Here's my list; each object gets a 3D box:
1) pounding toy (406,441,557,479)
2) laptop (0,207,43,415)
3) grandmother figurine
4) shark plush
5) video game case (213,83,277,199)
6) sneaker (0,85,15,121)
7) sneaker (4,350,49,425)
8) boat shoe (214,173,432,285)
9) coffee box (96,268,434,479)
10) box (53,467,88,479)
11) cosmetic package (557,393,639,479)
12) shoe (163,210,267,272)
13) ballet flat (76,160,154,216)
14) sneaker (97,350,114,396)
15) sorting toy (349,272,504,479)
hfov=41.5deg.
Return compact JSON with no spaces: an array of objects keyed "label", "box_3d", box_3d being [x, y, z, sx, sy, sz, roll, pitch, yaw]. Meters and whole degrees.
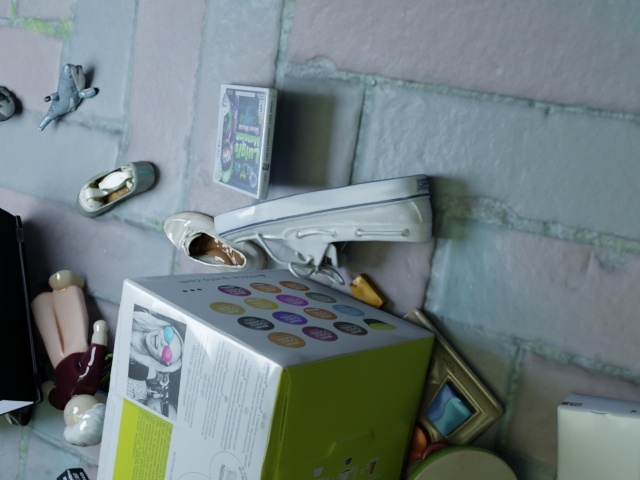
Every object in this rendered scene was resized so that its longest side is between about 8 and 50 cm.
[{"label":"pounding toy","box_3d":[0.216,0.379,1.254,0.236,0.110,0.183,18,97,-15]},{"label":"laptop","box_3d":[-0.684,0.140,1.615,0.407,0.236,0.382,-21,73,36]},{"label":"grandmother figurine","box_3d":[-0.464,0.233,1.574,0.208,0.104,0.342,-53,47,32]},{"label":"shark plush","box_3d":[-0.503,-0.278,1.617,0.161,0.067,0.073,-33,79,28]},{"label":"video game case","box_3d":[-0.127,-0.167,1.388,0.190,0.022,0.173,22,109,58]},{"label":"sneaker","box_3d":[-0.729,-0.268,1.749,0.267,0.101,0.106,13,124,27]},{"label":"sneaker","box_3d":[-0.602,0.307,1.743,0.077,0.072,0.178,15,109,17]},{"label":"boat shoe","box_3d":[0.005,-0.001,1.333,0.367,0.136,0.157,-9,94,21]},{"label":"coffee box","box_3d":[-0.083,0.255,1.251,0.334,0.337,0.338,22,106,39]},{"label":"box","box_3d":[-0.503,0.596,1.685,0.175,0.051,0.220,-42,67,9]},{"label":"cosmetic package","box_3d":[0.392,0.338,1.167,0.117,0.085,0.231,3,95,29]},{"label":"shoe","box_3d":[-0.195,0.003,1.478,0.219,0.058,0.077,21,106,26]},{"label":"ballet flat","box_3d":[-0.403,-0.098,1.580,0.213,0.068,0.072,-21,85,30]},{"label":"sneaker","box_3d":[-0.400,0.253,1.619,0.188,0.067,0.078,2,103,33]},{"label":"sorting toy","box_3d":[0.111,0.217,1.337,0.307,0.041,0.229,50,116,16]}]
